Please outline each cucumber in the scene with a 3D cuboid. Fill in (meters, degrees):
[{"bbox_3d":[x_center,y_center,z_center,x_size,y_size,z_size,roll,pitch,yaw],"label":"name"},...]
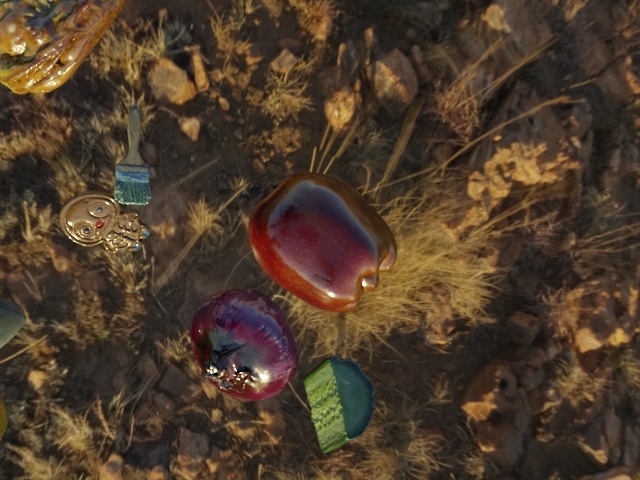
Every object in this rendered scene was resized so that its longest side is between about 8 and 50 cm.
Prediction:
[{"bbox_3d":[0.028,0.233,0.794,0.062,0.115,0.116,-3,60,-23],"label":"cucumber"}]

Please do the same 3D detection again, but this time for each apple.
[{"bbox_3d":[0.000,0.000,1.234,0.317,0.288,0.288,43,73,10],"label":"apple"}]

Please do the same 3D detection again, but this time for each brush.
[{"bbox_3d":[-0.359,-0.167,1.071,0.070,0.021,0.196,1,91,-24],"label":"brush"}]

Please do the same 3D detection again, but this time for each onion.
[{"bbox_3d":[-0.076,0.104,0.532,0.115,0.115,0.104,54,29,-3],"label":"onion"}]

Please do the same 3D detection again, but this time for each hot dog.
[{"bbox_3d":[-0.378,-0.340,0.781,0.196,0.122,0.272,31,76,2],"label":"hot dog"}]

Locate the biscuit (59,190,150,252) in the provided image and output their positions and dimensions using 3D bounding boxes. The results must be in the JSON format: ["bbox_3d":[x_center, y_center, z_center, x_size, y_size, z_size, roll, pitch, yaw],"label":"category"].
[{"bbox_3d":[-0.430,-0.033,1.118,0.175,0.026,0.124,26,107,-34],"label":"biscuit"}]

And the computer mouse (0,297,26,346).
[{"bbox_3d":[-0.623,0.124,0.845,0.189,0.371,0.121,-7,68,15],"label":"computer mouse"}]

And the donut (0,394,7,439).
[{"bbox_3d":[-0.778,0.393,1.157,0.254,0.253,0.118,-23,117,-17],"label":"donut"}]
